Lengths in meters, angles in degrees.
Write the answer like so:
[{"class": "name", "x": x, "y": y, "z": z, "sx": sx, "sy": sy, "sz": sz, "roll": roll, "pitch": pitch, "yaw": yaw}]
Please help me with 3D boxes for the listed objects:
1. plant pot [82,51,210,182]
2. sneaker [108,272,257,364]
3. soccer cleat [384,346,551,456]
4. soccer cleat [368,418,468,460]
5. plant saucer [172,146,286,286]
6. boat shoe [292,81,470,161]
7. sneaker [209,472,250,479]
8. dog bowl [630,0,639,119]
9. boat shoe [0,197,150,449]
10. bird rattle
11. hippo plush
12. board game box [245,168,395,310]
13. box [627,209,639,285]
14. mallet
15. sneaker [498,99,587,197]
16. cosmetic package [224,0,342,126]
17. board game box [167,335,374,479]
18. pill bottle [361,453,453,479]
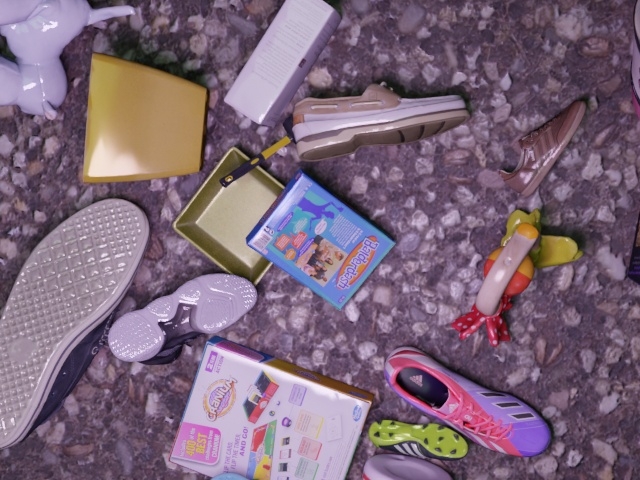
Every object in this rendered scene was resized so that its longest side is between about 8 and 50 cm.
[{"class": "plant pot", "x": -0.292, "y": -0.200, "z": 1.561, "sx": 0.187, "sy": 0.212, "sz": 0.212, "roll": 5, "pitch": 96, "yaw": -5}, {"class": "sneaker", "x": -0.243, "y": 0.145, "z": 1.617, "sx": 0.269, "sy": 0.153, "sz": 0.101, "roll": -22, "pitch": 76, "yaw": -11}, {"class": "soccer cleat", "x": 0.252, "y": 0.292, "z": 1.565, "sx": 0.318, "sy": 0.116, "sz": 0.108, "roll": 29, "pitch": 98, "yaw": 5}, {"class": "soccer cleat", "x": 0.174, "y": 0.357, "z": 1.601, "sx": 0.179, "sy": 0.072, "sz": 0.060, "roll": 8, "pitch": 57, "yaw": 18}, {"class": "plant saucer", "x": -0.137, "y": -0.040, "z": 1.626, "sx": 0.188, "sy": 0.045, "sz": 0.188, "roll": 39, "pitch": 99, "yaw": 3}, {"class": "boat shoe", "x": 0.101, "y": -0.218, "z": 1.541, "sx": 0.303, "sy": 0.113, "sz": 0.103, "roll": -11, "pitch": 77, "yaw": -3}, {"class": "sneaker", "x": -0.075, "y": 0.547, "z": 1.595, "sx": 0.319, "sy": 0.208, "sz": 0.127, "roll": 34, "pitch": 57, "yaw": 14}, {"class": "dog bowl", "x": 0.656, "y": -0.250, "z": 1.356, "sx": 0.408, "sy": 0.150, "sz": 0.407, "roll": 0, "pitch": 54, "yaw": 0}, {"class": "boat shoe", "x": -0.471, "y": 0.145, "z": 1.640, "sx": 0.187, "sy": 0.156, "sz": 0.500, "roll": 29, "pitch": 87, "yaw": 9}, {"class": "bird rattle", "x": 0.304, "y": 0.057, "z": 1.505, "sx": 0.143, "sy": 0.207, "sz": 0.253, "roll": 41, "pitch": 90, "yaw": 21}, {"class": "hippo plush", "x": -0.522, "y": -0.351, "z": 1.601, "sx": 0.294, "sy": 0.234, "sz": 0.236, "roll": -1, "pitch": 119, "yaw": -33}, {"class": "board game box", "x": 0.000, "y": 0.000, "z": 1.577, "sx": 0.210, "sy": 0.047, "sz": 0.160, "roll": 37, "pitch": 99, "yaw": -17}, {"class": "box", "x": 0.618, "y": -0.046, "z": 1.472, "sx": 0.165, "sy": 0.143, "sz": 0.270, "roll": 9, "pitch": 97, "yaw": 7}, {"class": "mallet", "x": -0.089, "y": -0.144, "z": 1.583, "sx": 0.190, "sy": 0.039, "sz": 0.062, "roll": -43, "pitch": 91, "yaw": -14}, {"class": "sneaker", "x": 0.377, "y": -0.167, "z": 1.533, "sx": 0.071, "sy": 0.066, "sz": 0.188, "roll": 33, "pitch": 98, "yaw": 5}, {"class": "cosmetic package", "x": -0.062, "y": -0.312, "z": 1.556, "sx": 0.086, "sy": 0.117, "sz": 0.231, "roll": 33, "pitch": 99, "yaw": 5}, {"class": "board game box", "x": -0.090, "y": 0.340, "z": 1.643, "sx": 0.317, "sy": 0.064, "sz": 0.242, "roll": 20, "pitch": 97, "yaw": 6}, {"class": "pill bottle", "x": 0.129, "y": 0.535, "z": 1.582, "sx": 0.161, "sy": 0.161, "sz": 0.283, "roll": 12, "pitch": 97, "yaw": 7}]
